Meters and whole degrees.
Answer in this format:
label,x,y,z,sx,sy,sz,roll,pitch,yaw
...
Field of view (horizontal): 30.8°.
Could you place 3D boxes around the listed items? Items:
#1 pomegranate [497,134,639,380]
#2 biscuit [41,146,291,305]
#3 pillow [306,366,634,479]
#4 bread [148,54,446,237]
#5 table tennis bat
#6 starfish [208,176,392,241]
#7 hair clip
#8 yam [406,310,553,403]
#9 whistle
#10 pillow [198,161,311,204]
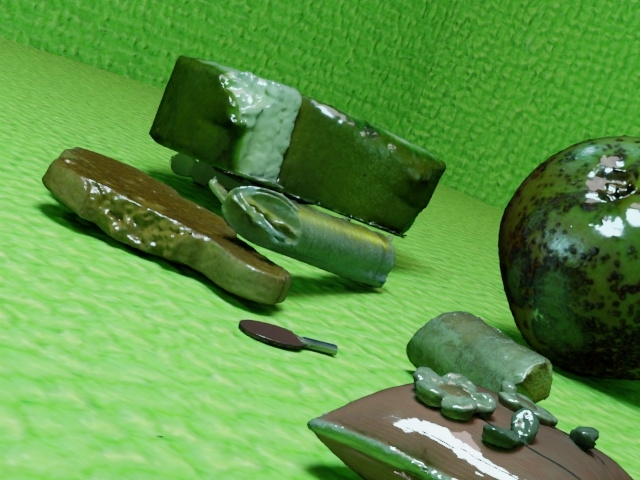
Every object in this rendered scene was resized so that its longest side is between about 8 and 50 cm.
label,x,y,z,sx,sy,sz,roll,pitch,yaw
pomegranate,0.340,0.047,1.304,0.285,0.285,0.340,26,-23,33
biscuit,-0.147,-0.015,1.073,0.320,0.047,0.183,28,10,31
pillow,0.103,0.124,0.680,0.171,0.075,0.179,24,7,26
bread,-0.033,-0.124,1.495,0.366,0.129,0.382,23,4,22
table tennis bat,-0.025,0.077,0.912,0.083,0.007,0.050,16,9,-20
starfish,-0.034,-0.029,1.405,0.236,0.062,0.277,22,5,19
hair clip,-0.096,-0.064,1.574,0.226,0.034,0.072,25,8,20
yam,0.129,0.103,0.922,0.070,0.069,0.146,16,10,-33
whistle,0.001,-0.001,1.161,0.068,0.057,0.326,43,9,21
pillow,-0.094,-0.107,1.781,0.208,0.055,0.141,18,15,-21
